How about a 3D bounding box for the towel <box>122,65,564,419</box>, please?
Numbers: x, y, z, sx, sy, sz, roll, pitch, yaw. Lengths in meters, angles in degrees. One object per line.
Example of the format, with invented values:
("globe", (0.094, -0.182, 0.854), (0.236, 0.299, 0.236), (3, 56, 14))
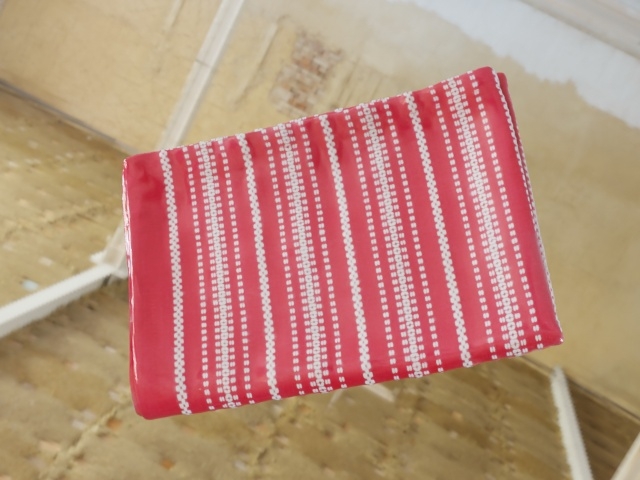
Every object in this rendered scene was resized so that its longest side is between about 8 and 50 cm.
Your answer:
("towel", (0.000, 0.000, 0.608), (0.274, 0.199, 0.031), (-12, 155, 13))
